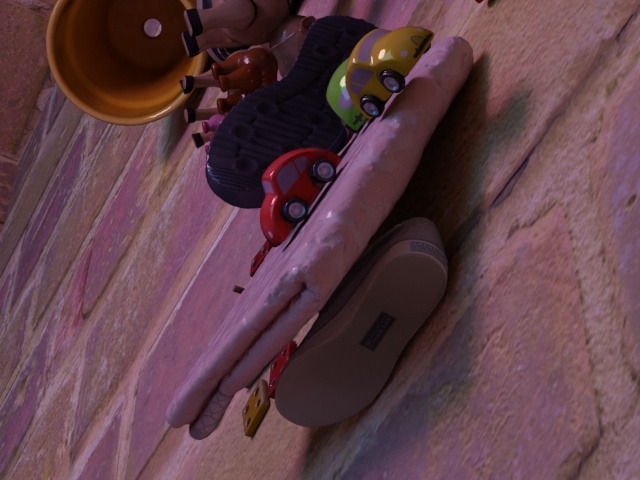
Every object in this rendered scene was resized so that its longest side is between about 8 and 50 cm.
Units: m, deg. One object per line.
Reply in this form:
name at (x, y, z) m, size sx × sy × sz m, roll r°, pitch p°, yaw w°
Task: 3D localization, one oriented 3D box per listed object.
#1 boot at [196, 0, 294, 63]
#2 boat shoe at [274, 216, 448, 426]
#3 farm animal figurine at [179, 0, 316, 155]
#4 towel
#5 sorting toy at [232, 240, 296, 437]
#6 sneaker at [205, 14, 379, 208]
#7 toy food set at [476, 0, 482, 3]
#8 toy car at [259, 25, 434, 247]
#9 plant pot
boot at (-0.038, -0.390, 2.085) m, size 0.377 × 0.138 × 0.284 m, roll -71°, pitch 21°, yaw 6°
boat shoe at (0.039, 0.071, 1.419) m, size 0.227 × 0.079 × 0.081 m, roll -52°, pitch 14°, yaw 32°
farm animal figurine at (-0.078, -0.250, 1.957) m, size 0.330 × 0.172 × 0.326 m, roll -169°, pitch 64°, yaw -76°
towel at (0.000, 0.000, 1.490) m, size 0.317 × 0.053 × 0.332 m, roll -50°, pitch 7°, yaw 50°
sorting toy at (-0.066, 0.075, 1.766) m, size 0.132 × 0.046 × 0.274 m, roll -52°, pitch 24°, yaw 45°
sneaker at (-0.020, -0.099, 1.642) m, size 0.319 × 0.112 × 0.131 m, roll -50°, pitch -19°, yaw -47°
toy food set at (0.179, -0.325, 1.460) m, size 0.232 × 0.104 × 0.111 m, roll -48°, pitch 7°, yaw 8°
toy car at (0.023, -0.122, 1.484) m, size 0.239 × 0.053 × 0.225 m, roll -52°, pitch 5°, yaw 22°
plant pot at (-0.290, -0.331, 2.648) m, size 0.254 × 0.254 × 0.239 m, roll -64°, pitch 2°, yaw 17°
